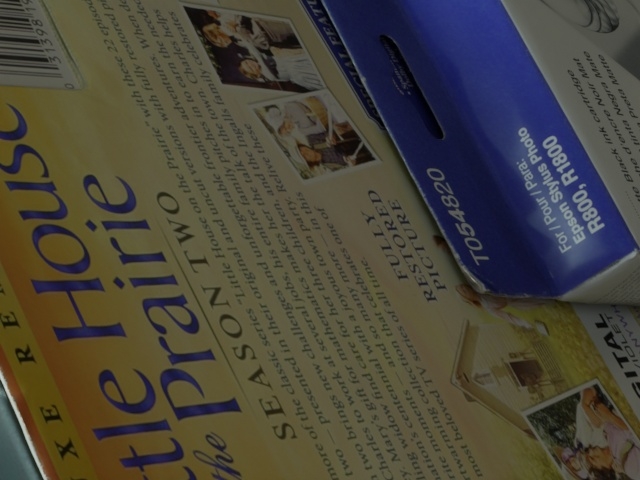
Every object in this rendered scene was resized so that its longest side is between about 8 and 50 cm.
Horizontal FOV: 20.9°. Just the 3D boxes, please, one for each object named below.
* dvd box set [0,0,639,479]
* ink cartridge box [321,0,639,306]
[{"bbox_3d":[0.000,0.000,0.682,0.420,0.062,0.308,-2,56,-50],"label":"dvd box set"},{"bbox_3d":[0.105,-0.070,0.776,0.224,0.045,0.223,4,52,-47],"label":"ink cartridge box"}]
